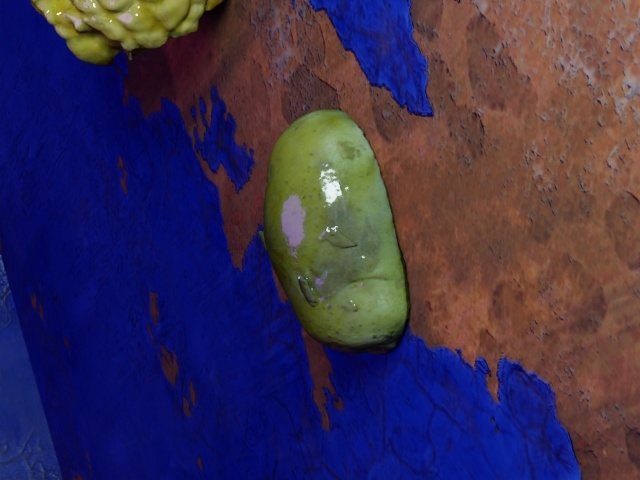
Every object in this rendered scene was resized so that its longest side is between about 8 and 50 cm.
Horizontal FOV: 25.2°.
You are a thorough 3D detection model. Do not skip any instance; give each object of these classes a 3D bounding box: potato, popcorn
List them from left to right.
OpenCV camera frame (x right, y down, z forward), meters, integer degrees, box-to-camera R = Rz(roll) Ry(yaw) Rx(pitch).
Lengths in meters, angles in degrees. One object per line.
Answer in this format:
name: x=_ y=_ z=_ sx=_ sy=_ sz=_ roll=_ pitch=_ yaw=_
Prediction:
popcorn: x=-0.232 y=-0.312 z=1.710 sx=0.250 sy=0.250 sz=0.190 roll=15 pitch=121 yaw=63
potato: x=0.000 y=0.000 z=1.505 sx=0.160 sy=0.111 sz=0.271 roll=176 pitch=82 yaw=-67
